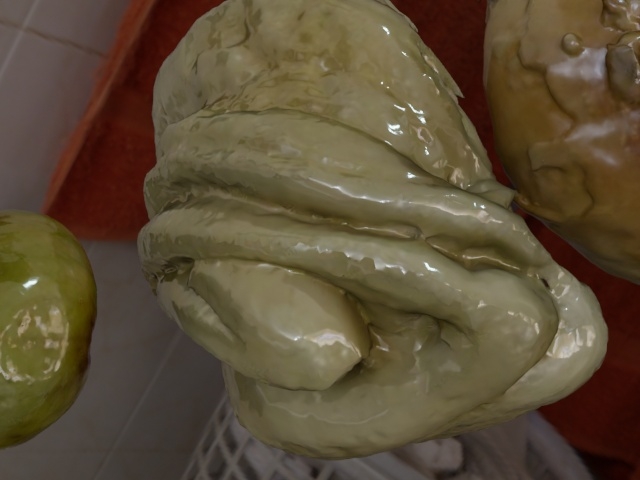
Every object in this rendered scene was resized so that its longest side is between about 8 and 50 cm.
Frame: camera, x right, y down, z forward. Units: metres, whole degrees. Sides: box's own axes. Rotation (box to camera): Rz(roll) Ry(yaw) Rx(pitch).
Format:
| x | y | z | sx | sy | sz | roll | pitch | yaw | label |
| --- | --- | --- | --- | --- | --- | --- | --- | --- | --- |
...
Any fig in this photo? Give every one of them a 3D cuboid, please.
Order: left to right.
| x | y | z | sx | sy | sz | roll | pitch | yaw | label |
| --- | --- | --- | --- | --- | --- | --- | --- | --- | --- |
| -0.187 | 0.052 | 0.599 | 0.121 | 0.136 | 0.153 | 32 | 22 | -16 | fig |

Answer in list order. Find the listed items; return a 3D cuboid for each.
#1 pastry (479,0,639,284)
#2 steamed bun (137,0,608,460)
| x | y | z | sx | sy | sz | roll | pitch | yaw | label |
| --- | --- | --- | --- | --- | --- | --- | --- | --- | --- |
| 0.254 | -0.108 | 0.712 | 0.316 | 0.284 | 0.184 | 15 | -19 | -39 | pastry |
| 0.001 | 0.000 | 0.725 | 0.372 | 0.230 | 0.324 | 55 | -8 | 28 | steamed bun |
